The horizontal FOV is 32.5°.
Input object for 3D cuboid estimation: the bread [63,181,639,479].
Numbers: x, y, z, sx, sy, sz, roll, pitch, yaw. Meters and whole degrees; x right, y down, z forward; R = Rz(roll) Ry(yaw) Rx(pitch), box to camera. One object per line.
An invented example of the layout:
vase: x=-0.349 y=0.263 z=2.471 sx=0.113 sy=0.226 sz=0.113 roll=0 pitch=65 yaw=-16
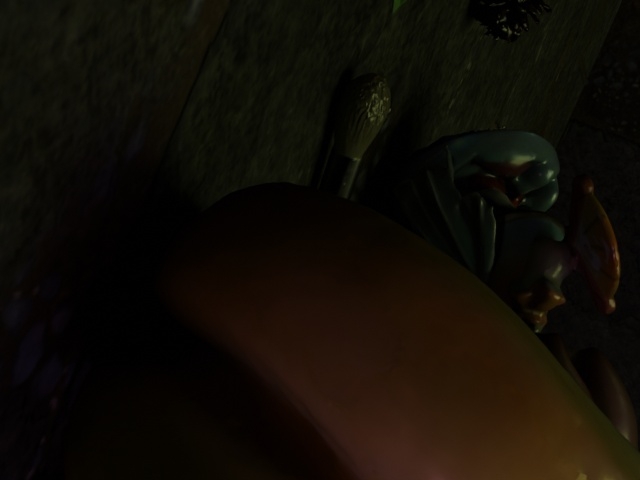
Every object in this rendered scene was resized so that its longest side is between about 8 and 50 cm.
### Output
bread: x=0.021 y=0.151 z=0.620 sx=0.245 sy=0.328 sz=0.424 roll=-61 pitch=176 yaw=-17

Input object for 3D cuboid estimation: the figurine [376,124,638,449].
figurine: x=0.157 y=0.099 z=0.982 sx=0.277 sy=0.248 sz=0.388 roll=124 pitch=-40 yaw=-53

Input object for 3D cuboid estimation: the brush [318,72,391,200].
brush: x=0.000 y=0.000 z=0.889 sx=0.042 sy=0.039 sz=0.299 roll=-43 pitch=154 yaw=-58

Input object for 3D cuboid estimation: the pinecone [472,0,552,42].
pinecone: x=0.195 y=-0.242 z=1.114 sx=0.083 sy=0.077 sz=0.077 roll=-54 pitch=173 yaw=33

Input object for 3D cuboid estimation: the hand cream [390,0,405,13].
hand cream: x=0.100 y=-0.255 z=0.808 sx=0.175 sy=0.046 sz=0.095 roll=-57 pitch=166 yaw=-23
